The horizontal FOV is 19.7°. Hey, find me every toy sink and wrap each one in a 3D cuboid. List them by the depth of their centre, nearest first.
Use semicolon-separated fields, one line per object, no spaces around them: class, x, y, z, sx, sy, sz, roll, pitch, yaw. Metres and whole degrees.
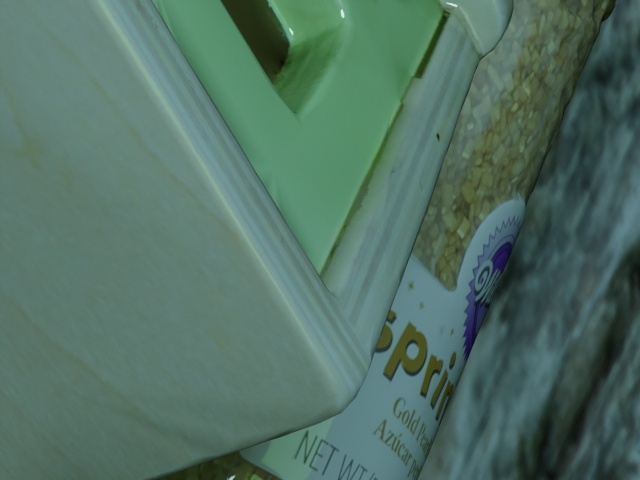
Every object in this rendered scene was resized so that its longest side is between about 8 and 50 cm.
toy sink;-0.050;-0.068;0.418;0.152;0.131;0.234;59;26;-19

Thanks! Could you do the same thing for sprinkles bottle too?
sprinkles bottle;0.000;0.000;0.583;0.121;0.121;0.355;39;67;-35
